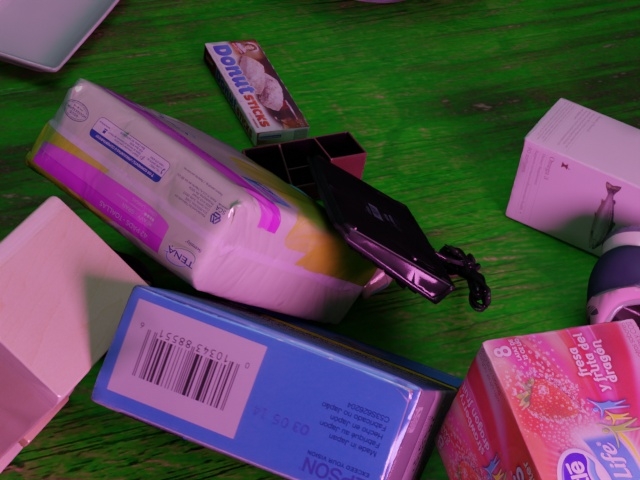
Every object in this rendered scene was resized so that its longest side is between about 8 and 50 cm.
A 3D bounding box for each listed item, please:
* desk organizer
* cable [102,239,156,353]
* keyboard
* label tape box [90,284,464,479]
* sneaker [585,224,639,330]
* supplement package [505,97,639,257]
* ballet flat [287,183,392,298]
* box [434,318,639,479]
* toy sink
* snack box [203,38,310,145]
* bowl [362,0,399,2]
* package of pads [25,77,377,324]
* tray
[{"bbox_3d":[-0.020,-0.073,1.761,0.130,0.050,0.047,-12,43,-26],"label":"desk organizer"},{"bbox_3d":[-0.240,0.046,1.559,0.185,0.047,0.150,-1,39,-14],"label":"cable"},{"bbox_3d":[0.079,0.003,1.603,0.201,0.033,0.317,30,11,-11],"label":"keyboard"},{"bbox_3d":[-0.019,0.129,1.426,0.241,0.106,0.334,20,0,12],"label":"label tape box"},{"bbox_3d":[0.407,0.098,1.623,0.319,0.112,0.131,17,54,14],"label":"sneaker"},{"bbox_3d":[0.302,-0.055,1.772,0.179,0.105,0.105,24,39,18],"label":"supplement package"},{"bbox_3d":[0.000,0.000,1.673,0.168,0.057,0.052,35,65,30],"label":"ballet flat"},{"bbox_3d":[0.217,0.228,1.307,0.142,0.154,0.300,-7,55,-21],"label":"box"},{"bbox_3d":[-0.267,0.101,1.392,0.131,0.234,0.153,45,40,-5],"label":"toy sink"},{"bbox_3d":[-0.073,-0.167,1.890,0.064,0.022,0.178,-8,42,-21],"label":"snack box"},{"bbox_3d":[0.066,-0.413,2.123,0.312,0.163,0.311,7,38,-6],"label":"bowl"},{"bbox_3d":[-0.104,-0.030,1.540,0.229,0.101,0.296,35,6,28],"label":"package of pads"},{"bbox_3d":[-0.317,-0.270,1.956,0.145,0.030,0.270,18,38,7],"label":"tray"}]
